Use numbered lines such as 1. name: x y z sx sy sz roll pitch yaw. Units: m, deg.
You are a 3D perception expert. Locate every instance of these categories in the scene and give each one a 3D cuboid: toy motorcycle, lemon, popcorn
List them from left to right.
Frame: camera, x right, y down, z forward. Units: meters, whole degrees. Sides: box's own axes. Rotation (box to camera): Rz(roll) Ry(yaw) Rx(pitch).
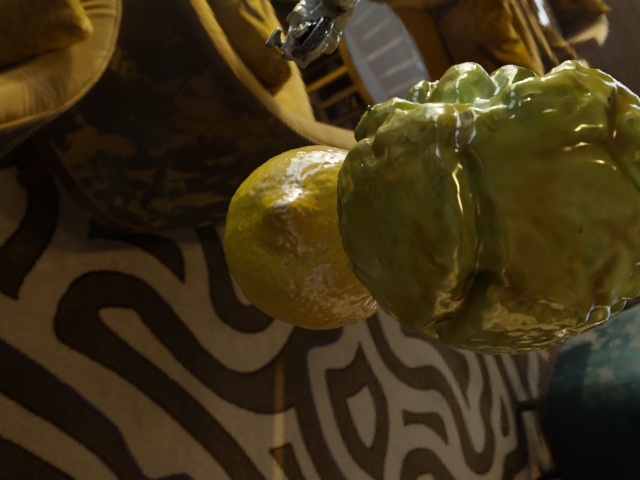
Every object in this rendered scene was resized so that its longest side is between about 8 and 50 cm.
1. lemon: 0.000 0.000 0.774 0.244 0.187 0.186 42 32 -73
2. toy motorcycle: 0.002 -0.289 0.996 0.074 0.151 0.228 38 5 -12
3. popcorn: 0.122 -0.021 0.528 0.183 0.221 0.204 -71 160 -64
